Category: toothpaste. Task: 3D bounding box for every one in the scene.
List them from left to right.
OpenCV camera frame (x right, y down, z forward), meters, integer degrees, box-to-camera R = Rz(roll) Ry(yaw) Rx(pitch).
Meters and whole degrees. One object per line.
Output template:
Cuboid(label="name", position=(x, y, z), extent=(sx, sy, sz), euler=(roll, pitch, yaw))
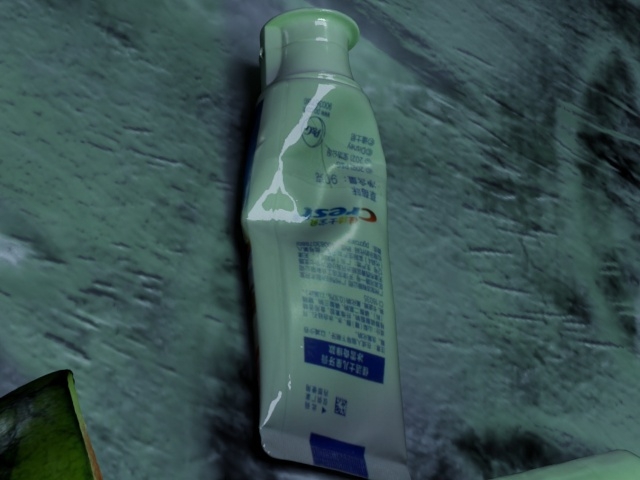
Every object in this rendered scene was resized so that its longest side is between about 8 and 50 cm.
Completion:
Cuboid(label="toothpaste", position=(0.000, 0.000, 1.002), extent=(0.096, 0.061, 0.266), euler=(16, 56, -33))

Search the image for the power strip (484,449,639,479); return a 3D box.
Cuboid(label="power strip", position=(0.058, 0.192, 0.823), extent=(0.224, 0.140, 0.139), euler=(-5, 64, -44))

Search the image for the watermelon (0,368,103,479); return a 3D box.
Cuboid(label="watermelon", position=(-0.121, 0.188, 0.724), extent=(0.128, 0.159, 0.303), euler=(-16, 63, -5))
